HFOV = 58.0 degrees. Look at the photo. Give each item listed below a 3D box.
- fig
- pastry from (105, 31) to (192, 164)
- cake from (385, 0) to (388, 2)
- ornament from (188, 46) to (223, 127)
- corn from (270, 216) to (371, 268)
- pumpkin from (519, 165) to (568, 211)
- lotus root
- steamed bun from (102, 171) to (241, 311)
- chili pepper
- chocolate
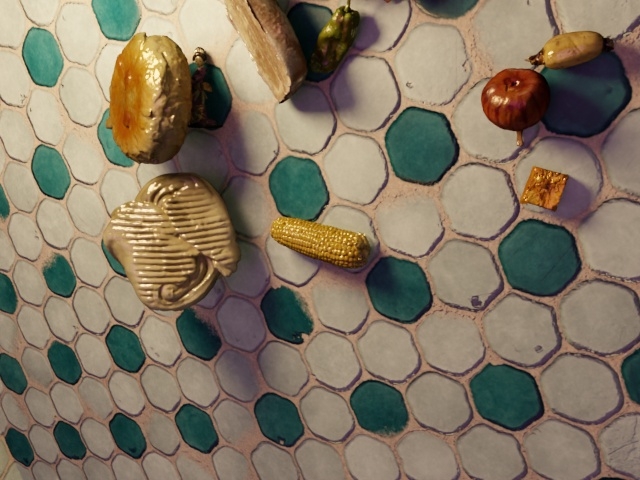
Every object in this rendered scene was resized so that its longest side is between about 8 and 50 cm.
[{"bbox_3d":[0.386,-0.261,1.111,0.150,0.128,0.128,36,122,-18],"label":"fig"},{"bbox_3d":[-0.410,-0.332,1.403,0.330,0.136,0.329,6,97,51],"label":"pastry"},{"bbox_3d":[0.205,-0.584,1.104,0.287,0.098,0.135,-26,93,32],"label":"cake"},{"bbox_3d":[-0.309,-0.378,1.445,0.088,0.081,0.203,6,108,25],"label":"ornament"},{"bbox_3d":[-0.003,0.002,1.407,0.260,0.091,0.091,17,116,27],"label":"corn"},{"bbox_3d":[0.449,-0.103,1.161,0.074,0.054,0.083,20,99,9],"label":"pumpkin"},{"bbox_3d":[0.456,-0.350,1.065,0.152,0.072,0.063,-8,112,22],"label":"lotus root"},{"bbox_3d":[-0.371,-0.002,1.514,0.310,0.219,0.324,-35,94,-6],"label":"steamed bun"},{"bbox_3d":[0.042,-0.452,1.248,0.072,0.073,0.204,32,131,-5],"label":"chili pepper"},{"bbox_3d":[-0.118,-0.469,1.286,0.101,0.185,0.303,-32,92,-11],"label":"chocolate"}]
